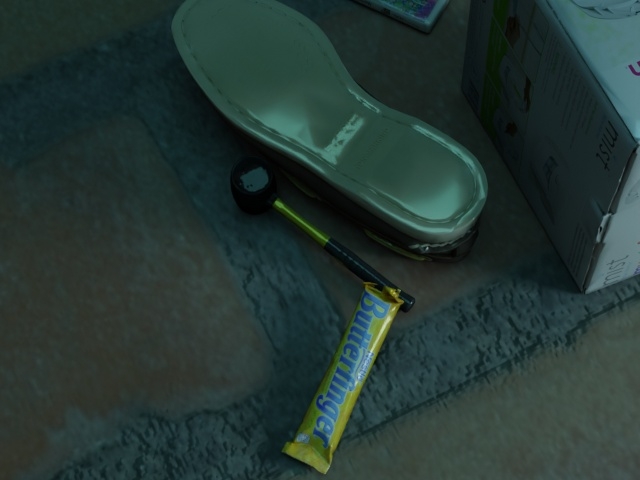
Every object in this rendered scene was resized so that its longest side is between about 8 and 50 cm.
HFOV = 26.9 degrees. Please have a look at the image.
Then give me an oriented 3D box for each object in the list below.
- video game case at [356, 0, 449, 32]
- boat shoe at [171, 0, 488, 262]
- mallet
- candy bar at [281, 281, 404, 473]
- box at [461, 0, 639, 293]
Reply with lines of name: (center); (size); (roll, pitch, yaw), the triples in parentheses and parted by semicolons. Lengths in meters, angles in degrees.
video game case: (0.076, -0.284, 1.269); (0.143, 0.019, 0.157); (27, 68, 13)
boat shoe: (0.003, -0.096, 1.141); (0.324, 0.097, 0.116); (37, 73, 18)
mallet: (0.000, 0.000, 1.135); (0.190, 0.062, 0.039); (39, 78, 2)
candy bar: (0.020, 0.107, 1.080); (0.040, 0.018, 0.161); (22, 77, 16)
box: (0.218, -0.120, 1.054); (0.127, 0.262, 0.231); (-23, 65, -9)
